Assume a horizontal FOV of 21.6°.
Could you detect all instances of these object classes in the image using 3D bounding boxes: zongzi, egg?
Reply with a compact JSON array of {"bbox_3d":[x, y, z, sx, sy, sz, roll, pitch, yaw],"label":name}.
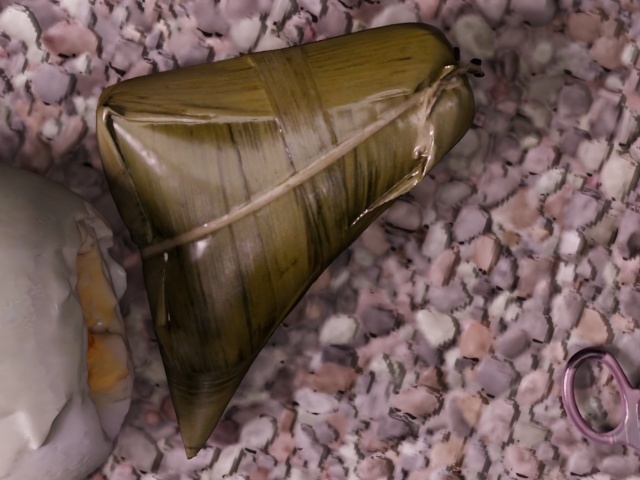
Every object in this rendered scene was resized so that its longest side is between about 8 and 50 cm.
[{"bbox_3d":[0.003,-0.001,0.860,0.205,0.094,0.204,-13,102,-4],"label":"zongzi"},{"bbox_3d":[-0.206,0.050,0.804,0.217,0.183,0.183,-6,97,5],"label":"egg"}]

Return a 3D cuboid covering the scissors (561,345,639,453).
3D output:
[{"bbox_3d":[0.195,0.134,0.927,0.085,0.022,0.176,-21,96,-3],"label":"scissors"}]
